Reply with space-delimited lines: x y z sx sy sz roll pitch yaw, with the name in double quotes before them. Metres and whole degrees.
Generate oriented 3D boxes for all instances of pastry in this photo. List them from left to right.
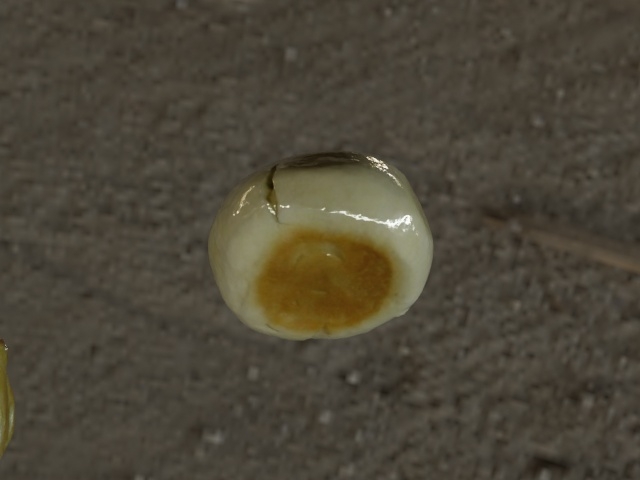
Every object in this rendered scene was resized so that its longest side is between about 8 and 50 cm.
"pastry" 0.000 0.000 1.258 0.156 0.156 0.092 2 47 -13

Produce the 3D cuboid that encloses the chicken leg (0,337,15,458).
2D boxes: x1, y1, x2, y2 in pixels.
"chicken leg" -0.384 0.217 1.379 0.153 0.429 0.201 41 7 -3
